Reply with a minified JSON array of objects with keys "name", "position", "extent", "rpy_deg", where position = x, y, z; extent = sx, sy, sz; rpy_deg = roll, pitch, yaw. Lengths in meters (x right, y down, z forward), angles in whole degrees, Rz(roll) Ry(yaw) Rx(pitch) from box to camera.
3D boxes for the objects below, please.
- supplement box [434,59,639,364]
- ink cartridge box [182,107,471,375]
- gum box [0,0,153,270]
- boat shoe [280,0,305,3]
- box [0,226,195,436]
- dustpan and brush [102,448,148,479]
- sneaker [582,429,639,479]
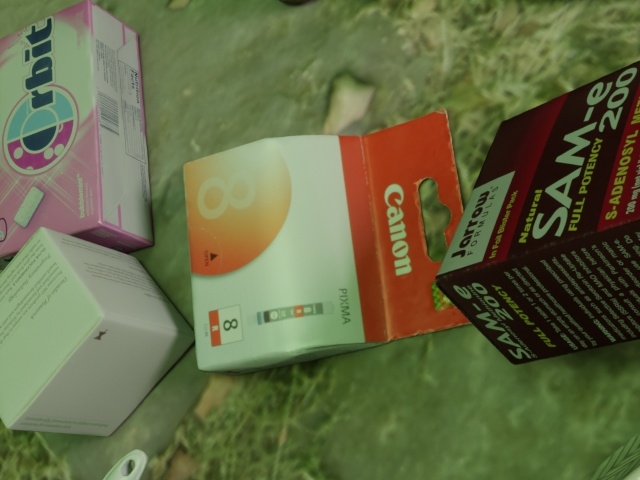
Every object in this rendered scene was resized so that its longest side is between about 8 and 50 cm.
[{"name":"supplement box","position":[0.176,-0.032,0.442],"extent":[0.239,0.073,0.130],"rpy_deg":[-23,30,46]},{"name":"ink cartridge box","position":[0.000,0.000,0.621],"extent":[0.179,0.045,0.145],"rpy_deg":[-16,69,25]},{"name":"gum box","position":[-0.190,-0.077,0.729],"extent":[0.107,0.062,0.188],"rpy_deg":[-16,69,23]},{"name":"boat shoe","position":[-0.019,-0.259,0.694],"extent":[0.064,0.060,0.177],"rpy_deg":[-4,74,26]},{"name":"box","position":[-0.161,0.063,0.651],"extent":[0.102,0.101,0.087],"rpy_deg":[-49,60,9]},{"name":"dustpan and brush","position":[-0.164,0.215,0.633],"extent":[0.211,0.060,0.147],"rpy_deg":[-50,60,6]},{"name":"sneaker","position":[0.271,0.076,0.424],"extent":[0.350,0.131,0.148],"rpy_deg":[-43,77,8]}]
